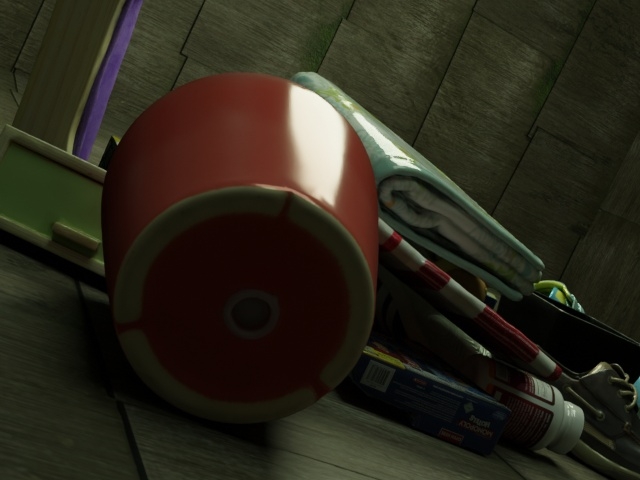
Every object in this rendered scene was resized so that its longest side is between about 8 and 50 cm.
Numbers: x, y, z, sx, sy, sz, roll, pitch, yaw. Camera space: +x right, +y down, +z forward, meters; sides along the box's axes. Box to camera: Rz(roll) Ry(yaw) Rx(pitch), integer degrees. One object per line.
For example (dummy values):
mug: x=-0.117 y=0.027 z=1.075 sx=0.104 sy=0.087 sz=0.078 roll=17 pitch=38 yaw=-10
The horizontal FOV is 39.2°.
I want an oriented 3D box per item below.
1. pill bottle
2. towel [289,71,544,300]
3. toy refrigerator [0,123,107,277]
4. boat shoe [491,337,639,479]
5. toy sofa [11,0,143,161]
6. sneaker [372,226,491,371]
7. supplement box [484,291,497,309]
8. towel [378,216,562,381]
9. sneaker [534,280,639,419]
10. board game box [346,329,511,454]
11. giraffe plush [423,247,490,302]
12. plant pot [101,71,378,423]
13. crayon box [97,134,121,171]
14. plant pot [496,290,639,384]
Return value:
pill bottle: x=0.241 y=0.205 z=1.102 sx=0.152 sy=0.086 sz=0.086 roll=25 pitch=6 yaw=-9
towel: x=0.133 y=-0.074 z=1.305 sx=0.374 sy=0.090 sz=0.320 roll=33 pitch=11 yaw=-38
toy refrigerator: x=-0.224 y=-0.016 z=0.953 sx=0.269 sy=0.102 sz=0.094 roll=26 pitch=-4 yaw=-2
boat shoe: x=0.372 y=0.229 z=1.229 sx=0.355 sy=0.130 sz=0.132 roll=27 pitch=6 yaw=12
toy sofa: x=-0.346 y=-0.252 z=1.348 sx=0.177 sy=0.362 sz=0.150 roll=21 pitch=2 yaw=27
sneaker: x=0.120 y=0.115 z=1.314 sx=0.131 sy=0.148 sz=0.350 roll=5 pitch=40 yaw=-32
supplement box: x=0.270 y=0.110 z=1.631 sx=0.083 sy=0.056 sz=0.083 roll=26 pitch=6 yaw=5
towel: x=0.133 y=0.045 z=1.094 sx=0.329 sy=0.037 sz=0.237 roll=39 pitch=-2 yaw=-3
sneaker: x=0.478 y=0.197 z=1.643 sx=0.319 sy=0.127 sz=0.208 roll=39 pitch=-8 yaw=38
board game box: x=0.092 y=0.155 z=1.044 sx=0.194 sy=0.060 sz=0.194 roll=24 pitch=5 yaw=-16
giraffe plush: x=0.207 y=0.107 z=1.427 sx=0.181 sy=0.170 sz=0.210 roll=20 pitch=7 yaw=-40
plant pot: x=-0.066 y=0.012 z=0.768 sx=0.275 sy=0.275 sz=0.243 roll=24 pitch=16 yaw=-14
crayon box: x=-0.245 y=-0.082 z=1.650 sx=0.318 sy=0.081 sz=0.202 roll=23 pitch=6 yaw=-19
plant pot: x=0.371 y=0.189 z=1.410 sx=0.187 sy=0.167 sz=0.188 roll=23 pitch=5 yaw=-20
